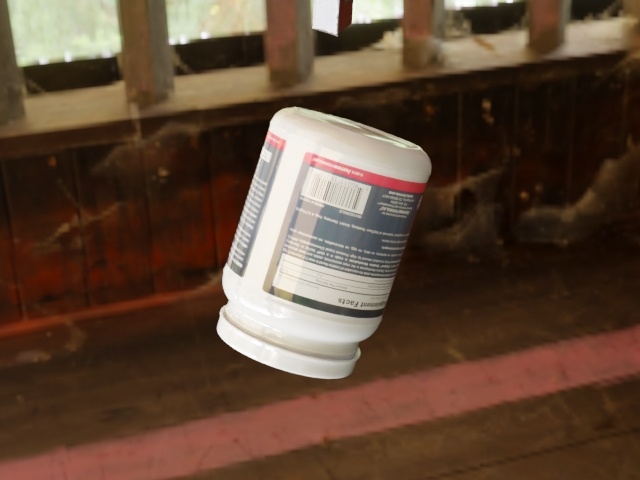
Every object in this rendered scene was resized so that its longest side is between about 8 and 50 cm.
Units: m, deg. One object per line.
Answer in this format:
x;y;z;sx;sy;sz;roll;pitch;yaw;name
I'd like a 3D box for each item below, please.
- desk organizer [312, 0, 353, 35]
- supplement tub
0.022;-0.388;1.831;0.047;0.130;0.050;21;-140;23;desk organizer
0.000;0.000;1.360;0.191;0.272;0.191;18;-170;-3;supplement tub
